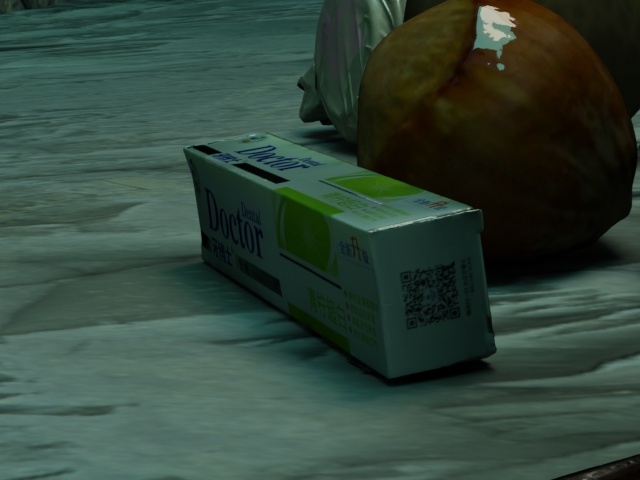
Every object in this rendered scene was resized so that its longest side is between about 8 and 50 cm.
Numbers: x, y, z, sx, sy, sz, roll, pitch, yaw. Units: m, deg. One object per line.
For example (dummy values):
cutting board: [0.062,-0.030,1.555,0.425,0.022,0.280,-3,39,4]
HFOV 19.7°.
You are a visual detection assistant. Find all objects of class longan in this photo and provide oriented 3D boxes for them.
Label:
longan: [0.166,-0.153,1.455,0.212,0.198,0.198,-8,12,-35]

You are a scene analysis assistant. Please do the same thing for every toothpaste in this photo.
toothpaste: [0.000,0.000,1.056,0.067,0.081,0.336,-12,14,-18]

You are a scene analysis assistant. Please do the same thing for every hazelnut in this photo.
hazelnut: [0.111,-0.070,1.147,0.182,0.182,0.182,-4,12,1]

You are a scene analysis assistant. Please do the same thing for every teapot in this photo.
teapot: [0.090,-0.144,1.631,0.178,0.221,0.163,1,48,-23]

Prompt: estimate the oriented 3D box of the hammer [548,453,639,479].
hammer: [0.141,0.089,0.750,0.178,0.021,0.065,-15,15,-31]

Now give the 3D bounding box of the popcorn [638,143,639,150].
popcorn: [0.291,-0.081,1.045,0.221,0.204,0.183,-51,-7,-22]
